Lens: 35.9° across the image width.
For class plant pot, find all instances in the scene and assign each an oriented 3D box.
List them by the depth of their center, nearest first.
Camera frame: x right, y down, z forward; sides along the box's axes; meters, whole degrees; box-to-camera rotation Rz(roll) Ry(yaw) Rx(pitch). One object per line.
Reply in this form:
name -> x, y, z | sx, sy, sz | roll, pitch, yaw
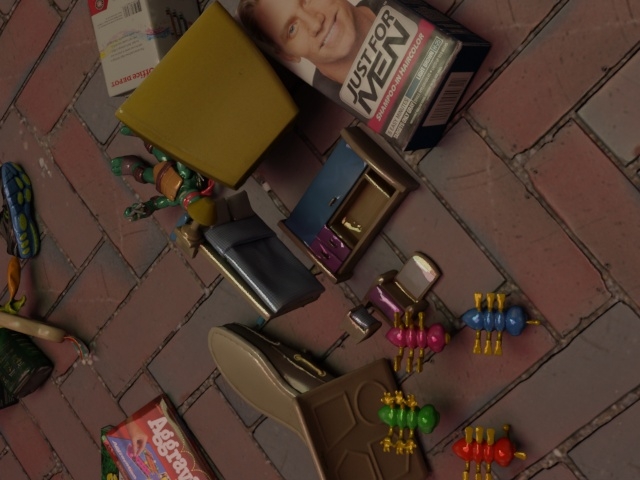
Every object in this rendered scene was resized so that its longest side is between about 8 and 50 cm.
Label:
plant pot -> -0.148, -0.188, 1.446 | 0.187, 0.212, 0.212 | 42, 87, -2

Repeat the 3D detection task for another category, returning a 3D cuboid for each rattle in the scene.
rattle -> -0.513, 0.133, 1.879 | 0.199, 0.130, 0.143 | 12, 65, 19

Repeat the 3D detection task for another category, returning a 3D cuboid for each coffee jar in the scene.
coffee jar -> -0.618, 0.215, 1.949 | 0.184, 0.079, 0.096 | 46, 105, 18

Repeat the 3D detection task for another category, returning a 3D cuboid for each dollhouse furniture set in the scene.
dollhouse furniture set -> 0.000, 0.000, 1.372 | 0.286, 0.303, 0.198 | 45, 120, 18

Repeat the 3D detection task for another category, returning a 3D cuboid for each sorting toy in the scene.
sorting toy -> 0.057, 0.291, 1.446 | 0.038, 0.208, 0.193 | -24, 85, 47

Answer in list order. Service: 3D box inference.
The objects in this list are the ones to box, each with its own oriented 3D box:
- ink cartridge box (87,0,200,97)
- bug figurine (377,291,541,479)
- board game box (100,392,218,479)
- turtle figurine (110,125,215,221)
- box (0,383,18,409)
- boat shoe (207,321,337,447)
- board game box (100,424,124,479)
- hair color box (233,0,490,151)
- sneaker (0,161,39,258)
ink cartridge box -> -0.275, -0.330, 1.598 | 0.128, 0.127, 0.176 | -10, 92, 35
bug figurine -> 0.192, 0.200, 1.398 | 0.216, 0.072, 0.279 | 6, 98, 11
board game box -> -0.263, 0.430, 1.759 | 0.145, 0.027, 0.281 | -36, 77, 8
turtle figurine -> -0.260, -0.104, 1.638 | 0.234, 0.118, 0.175 | 41, 103, 39
box -> -0.724, 0.298, 1.989 | 0.156, 0.158, 0.093 | 3, 100, 33
boat shoe -> -0.041, 0.228, 1.566 | 0.324, 0.096, 0.117 | 34, 135, 25
board game box -> -0.356, 0.487, 1.861 | 0.136, 0.030, 0.260 | 9, 103, 34
hair color box -> 0.048, -0.292, 1.408 | 0.347, 0.105, 0.174 | 38, 117, 23
sneaker -> -0.593, -0.056, 1.894 | 0.078, 0.067, 0.188 | -2, 100, 27
